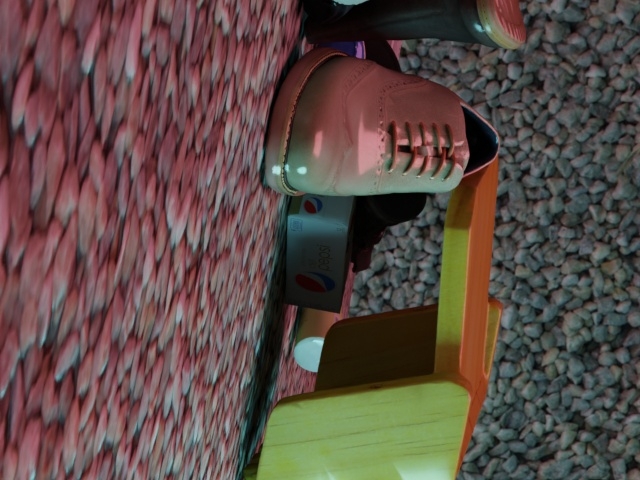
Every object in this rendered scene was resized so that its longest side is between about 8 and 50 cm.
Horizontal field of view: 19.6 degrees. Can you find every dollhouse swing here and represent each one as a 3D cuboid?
[{"bbox_3d":[0.060,0.085,2.064,0.347,0.315,0.305,-50,130,-72],"label":"dollhouse swing"}]

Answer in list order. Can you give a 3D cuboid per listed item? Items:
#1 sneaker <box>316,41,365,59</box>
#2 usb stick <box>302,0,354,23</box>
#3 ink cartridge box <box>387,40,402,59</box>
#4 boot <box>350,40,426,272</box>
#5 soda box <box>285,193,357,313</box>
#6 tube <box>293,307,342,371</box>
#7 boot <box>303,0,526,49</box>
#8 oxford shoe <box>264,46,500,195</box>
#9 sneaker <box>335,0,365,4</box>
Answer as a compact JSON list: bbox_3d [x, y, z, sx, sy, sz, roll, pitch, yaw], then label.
[{"bbox_3d":[0.014,-0.162,1.941,0.084,0.058,0.152,-158,-95,-85],"label":"sneaker"},{"bbox_3d":[0.085,-0.302,1.773,0.278,0.045,0.077,-45,-178,-26],"label":"usb stick"},{"bbox_3d":[0.062,-0.190,2.541,0.261,0.066,0.296,87,14,-69],"label":"ink cartridge box"},{"bbox_3d":[0.033,-0.104,2.159,0.229,0.091,0.263,146,-68,-71],"label":"boot"},{"bbox_3d":[0.000,0.000,2.099,0.216,0.069,0.074,95,7,-61],"label":"soda box"},{"bbox_3d":[0.002,0.077,2.488,0.070,0.062,0.240,-32,-151,27],"label":"tube"},{"bbox_3d":[0.086,-0.210,1.762,0.248,0.207,0.090,-64,140,-74],"label":"boot"},{"bbox_3d":[0.067,-0.108,1.801,0.397,0.146,0.140,-21,123,-65],"label":"oxford shoe"},{"bbox_3d":[0.015,-0.288,1.563,0.237,0.085,0.086,83,-9,-66],"label":"sneaker"}]
